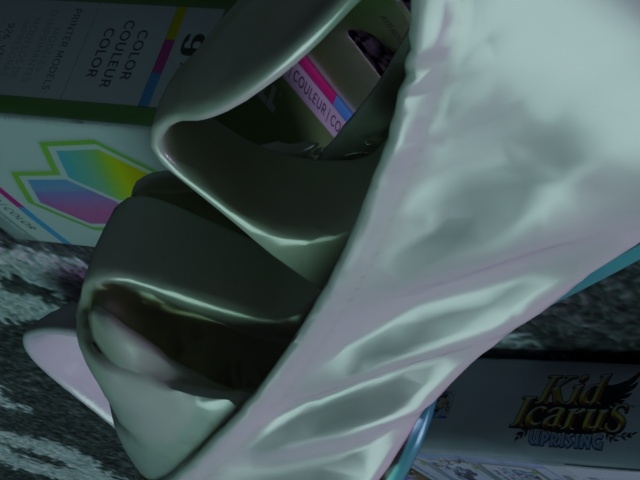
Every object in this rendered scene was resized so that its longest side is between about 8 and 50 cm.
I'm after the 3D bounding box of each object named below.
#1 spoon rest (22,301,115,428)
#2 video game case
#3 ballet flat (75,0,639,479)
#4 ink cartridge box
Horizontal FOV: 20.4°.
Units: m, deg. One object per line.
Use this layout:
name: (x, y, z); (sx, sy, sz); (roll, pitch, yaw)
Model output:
spoon rest: (-0.065, 0.111, 1.059); (0.137, 0.084, 0.276); (2, 156, 39)
video game case: (0.179, 0.138, 0.948); (0.244, 0.061, 0.269); (-3, 152, 43)
ballet flat: (0.000, 0.000, 0.540); (0.139, 0.139, 0.400); (22, 143, -13)
ink cartridge box: (-0.052, -0.041, 0.656); (0.209, 0.062, 0.109); (6, 157, 29)
